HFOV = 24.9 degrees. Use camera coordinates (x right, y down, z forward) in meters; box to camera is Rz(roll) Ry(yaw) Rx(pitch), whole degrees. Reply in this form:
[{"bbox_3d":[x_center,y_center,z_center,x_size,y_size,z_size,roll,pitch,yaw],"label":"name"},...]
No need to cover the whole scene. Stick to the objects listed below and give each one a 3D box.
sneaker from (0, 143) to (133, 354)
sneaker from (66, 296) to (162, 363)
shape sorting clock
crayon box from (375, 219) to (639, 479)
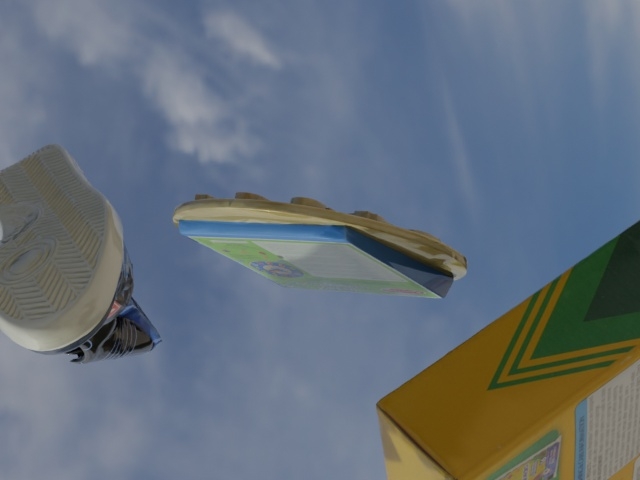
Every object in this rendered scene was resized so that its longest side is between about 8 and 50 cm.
[{"bbox_3d":[-0.218,0.034,1.303,0.148,0.131,0.350,64,179,-27],"label":"sneaker"},{"bbox_3d":[-0.233,0.089,1.523,0.081,0.090,0.232,50,174,16],"label":"sneaker"},{"bbox_3d":[0.000,0.000,1.004,0.206,0.206,0.040,33,-115,-54],"label":"shape sorting clock"},{"bbox_3d":[0.152,0.129,0.952,0.323,0.083,0.203,-33,-38,-20],"label":"crayon box"}]
